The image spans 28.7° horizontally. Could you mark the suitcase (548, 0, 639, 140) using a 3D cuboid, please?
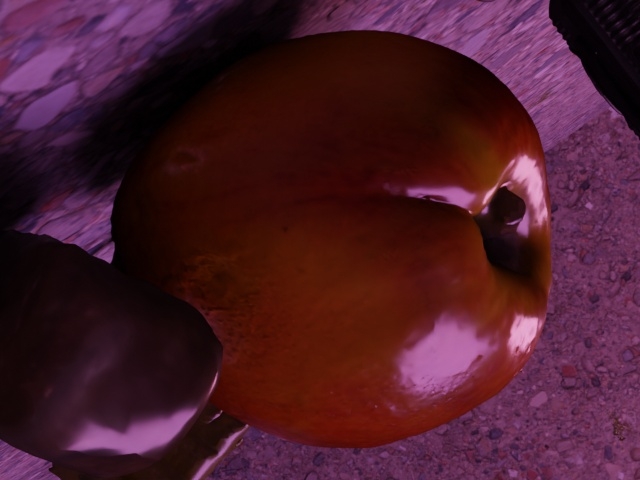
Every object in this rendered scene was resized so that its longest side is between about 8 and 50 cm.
[{"bbox_3d":[0.357,-0.220,1.038,0.312,0.202,0.128,-37,-179,-10],"label":"suitcase"}]

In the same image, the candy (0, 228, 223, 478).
[{"bbox_3d":[-0.146,0.056,0.658,0.234,0.104,0.102,9,-109,60],"label":"candy"}]

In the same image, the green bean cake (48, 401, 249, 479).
[{"bbox_3d":[-0.193,0.210,1.571,0.285,0.202,0.310,-46,176,-5],"label":"green bean cake"}]

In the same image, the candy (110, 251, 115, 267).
[{"bbox_3d":[-0.181,0.044,0.953,0.262,0.073,0.077,-28,155,3],"label":"candy"}]

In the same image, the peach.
[{"bbox_3d":[0.000,0.000,0.742,0.281,0.238,0.281,7,164,2],"label":"peach"}]
